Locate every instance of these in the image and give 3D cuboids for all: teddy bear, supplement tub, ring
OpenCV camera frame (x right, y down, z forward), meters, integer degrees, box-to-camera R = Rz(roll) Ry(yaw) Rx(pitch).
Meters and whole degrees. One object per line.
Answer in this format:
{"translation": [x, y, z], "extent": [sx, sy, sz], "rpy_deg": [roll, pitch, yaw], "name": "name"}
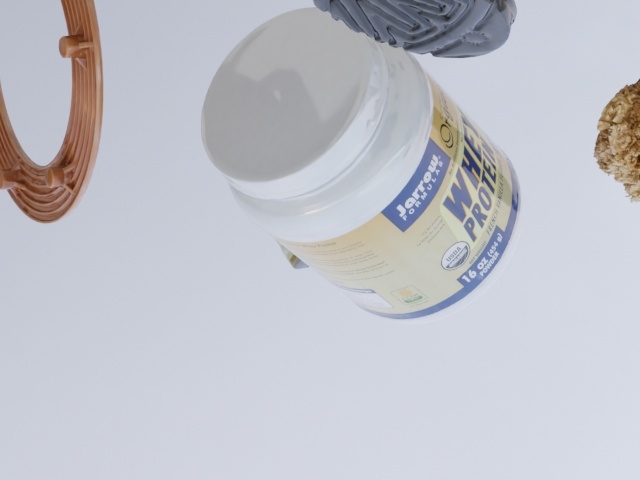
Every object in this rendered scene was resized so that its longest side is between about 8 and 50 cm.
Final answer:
{"translation": [0.434, -0.184, 1.910], "extent": [0.113, 0.245, 0.338], "rpy_deg": [34, -129, 22], "name": "teddy bear"}
{"translation": [0.045, -0.073, 1.787], "extent": [0.228, 0.316, 0.228], "rpy_deg": [-16, -123, 27], "name": "supplement tub"}
{"translation": [-0.298, -0.182, 1.768], "extent": [0.032, 0.336, 0.336], "rpy_deg": [-7, -170, -31], "name": "ring"}

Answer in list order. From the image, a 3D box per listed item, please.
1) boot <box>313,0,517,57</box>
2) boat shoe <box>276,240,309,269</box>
{"translation": [0.039, -0.327, 1.392], "extent": [0.131, 0.348, 0.260], "rpy_deg": [-31, -149, 62], "name": "boot"}
{"translation": [-0.001, 0.001, 2.074], "extent": [0.056, 0.048, 0.153], "rpy_deg": [-49, 161, 25], "name": "boat shoe"}
